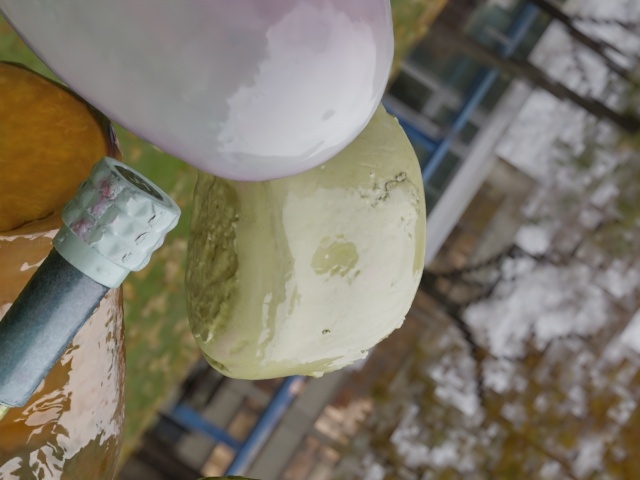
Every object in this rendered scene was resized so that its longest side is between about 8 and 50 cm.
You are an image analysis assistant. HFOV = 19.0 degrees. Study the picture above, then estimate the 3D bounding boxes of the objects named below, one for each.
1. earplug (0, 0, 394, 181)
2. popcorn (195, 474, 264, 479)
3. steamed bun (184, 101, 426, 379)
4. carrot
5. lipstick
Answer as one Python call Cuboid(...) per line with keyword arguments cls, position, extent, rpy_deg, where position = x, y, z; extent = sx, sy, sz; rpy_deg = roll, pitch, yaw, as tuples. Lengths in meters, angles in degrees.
Cuboid(cls="earplug", position=(-0.072, -0.141, 0.673), extent=(0.172, 0.301, 0.172), rpy_deg=(-23, 147, -16))
Cuboid(cls="popcorn", position=(-0.053, 0.287, 1.352), extent=(0.255, 0.195, 0.256), rpy_deg=(-44, -135, 50))
Cuboid(cls="steamed bun", position=(0.000, 0.000, 1.788), extent=(0.166, 0.232, 0.273), rpy_deg=(32, -62, 54))
Cuboid(cls="carrot", position=(-0.226, 0.064, 1.189), extent=(0.224, 0.224, 0.340), rpy_deg=(-62, 169, -53))
Cuboid(cls="lipstick", position=(-0.096, 0.026, 0.684), extent=(0.116, 0.037, 0.037), rpy_deg=(-55, -176, 7))
